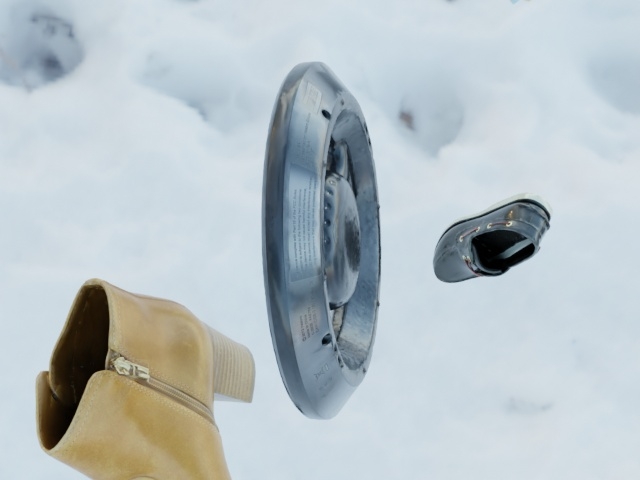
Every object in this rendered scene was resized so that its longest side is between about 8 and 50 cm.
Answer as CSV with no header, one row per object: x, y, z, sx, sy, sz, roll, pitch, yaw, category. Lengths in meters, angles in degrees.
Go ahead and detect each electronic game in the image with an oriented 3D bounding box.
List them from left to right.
0.000,0.000,0.965,0.048,0.229,0.229,-1,58,13,electronic game

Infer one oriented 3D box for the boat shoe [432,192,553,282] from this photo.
0.128,0.006,1.177,0.049,0.133,0.042,38,54,-15,boat shoe

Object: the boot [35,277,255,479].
-0.142,0.190,1.180,0.211,0.104,0.295,24,64,-52,boot

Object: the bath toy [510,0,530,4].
0.293,-0.387,1.488,0.348,0.151,0.129,-37,87,-10,bath toy
